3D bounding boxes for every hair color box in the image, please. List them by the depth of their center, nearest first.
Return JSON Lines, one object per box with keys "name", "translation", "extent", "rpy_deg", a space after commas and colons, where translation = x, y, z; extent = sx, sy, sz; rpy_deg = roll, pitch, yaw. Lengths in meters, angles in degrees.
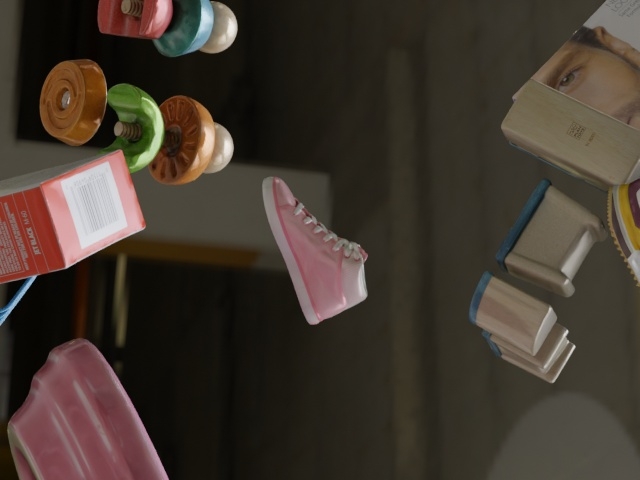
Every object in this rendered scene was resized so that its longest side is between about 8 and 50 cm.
{"name": "hair color box", "translation": [-0.198, -0.003, 1.080], "extent": [0.093, 0.167, 0.053], "rpy_deg": [-32, 109, -61]}
{"name": "hair color box", "translation": [0.384, -0.117, 1.922], "extent": [0.339, 0.185, 0.110], "rpy_deg": [34, -15, 44]}

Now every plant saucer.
{"name": "plant saucer", "translation": [-0.163, 0.244, 1.454], "extent": [0.332, 0.084, 0.332], "rpy_deg": [160, -90, -75]}

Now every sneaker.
{"name": "sneaker", "translation": [0.308, 0.017, 1.546], "extent": [0.084, 0.185, 0.069], "rpy_deg": [-15, -136, 28]}
{"name": "sneaker", "translation": [0.000, 0.000, 1.597], "extent": [0.051, 0.070, 0.134], "rpy_deg": [-60, 131, -77]}

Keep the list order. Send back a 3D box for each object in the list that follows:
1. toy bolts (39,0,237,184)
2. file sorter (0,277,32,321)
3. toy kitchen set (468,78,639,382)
{"name": "toy bolts", "translation": [-0.190, -0.187, 2.129], "extent": [0.218, 0.158, 0.228], "rpy_deg": [18, -83, 46]}
{"name": "file sorter", "translation": [-0.352, 0.024, 1.937], "extent": [0.118, 0.104, 0.170], "rpy_deg": [-55, -174, -19]}
{"name": "toy kitchen set", "translation": [0.195, -0.004, 1.633], "extent": [0.207, 0.122, 0.166], "rpy_deg": [-58, 159, -7]}
